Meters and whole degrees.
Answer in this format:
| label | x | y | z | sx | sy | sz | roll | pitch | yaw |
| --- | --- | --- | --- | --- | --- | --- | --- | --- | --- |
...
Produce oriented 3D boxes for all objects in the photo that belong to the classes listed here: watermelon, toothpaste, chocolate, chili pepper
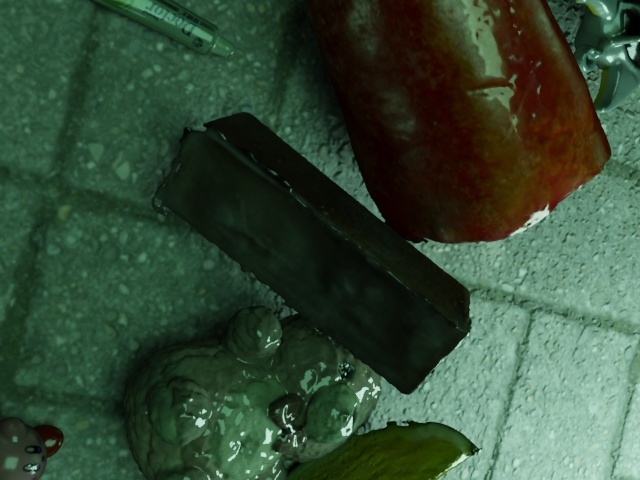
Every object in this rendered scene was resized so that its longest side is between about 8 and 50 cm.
| label | x | y | z | sx | sy | sz | roll | pitch | yaw |
| --- | --- | --- | --- | --- | --- | --- | --- | --- | --- |
| watermelon | 0.032 | 0.292 | 0.989 | 0.301 | 0.129 | 0.123 | -32 | 106 | -14 |
| toothpaste | -0.171 | -0.228 | 0.890 | 0.197 | 0.029 | 0.048 | 25 | 84 | -23 |
| chocolate | 0.000 | 0.000 | 0.891 | 0.321 | 0.112 | 0.112 | 38 | 118 | -1 |
| chili pepper | 0.125 | -0.172 | 0.909 | 0.229 | 0.251 | 0.305 | -31 | 110 | -20 |

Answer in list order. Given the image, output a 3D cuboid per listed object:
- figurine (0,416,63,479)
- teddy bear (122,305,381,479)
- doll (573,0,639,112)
| label | x | y | z | sx | sy | sz | roll | pitch | yaw |
| --- | --- | --- | --- | --- | --- | --- | --- | --- | --- |
| figurine | -0.291 | 0.207 | 0.858 | 0.067 | 0.071 | 0.083 | 11 | 81 | 15 |
| teddy bear | -0.061 | 0.167 | 0.920 | 0.267 | 0.151 | 0.236 | -6 | 114 | -22 |
| doll | 0.400 | -0.289 | 1.117 | 0.316 | 0.103 | 0.145 | -35 | 148 | -26 |
